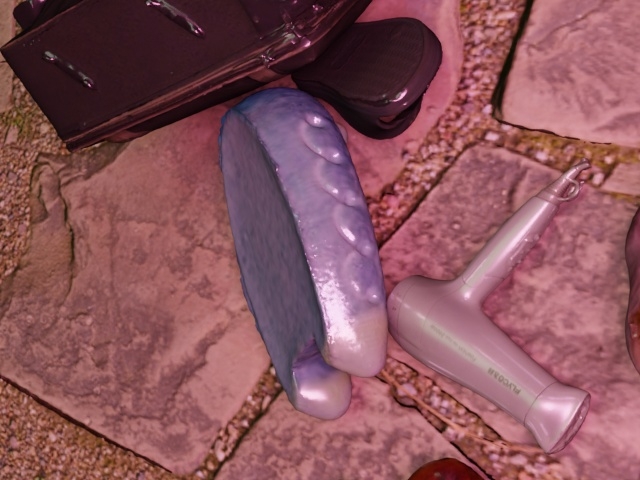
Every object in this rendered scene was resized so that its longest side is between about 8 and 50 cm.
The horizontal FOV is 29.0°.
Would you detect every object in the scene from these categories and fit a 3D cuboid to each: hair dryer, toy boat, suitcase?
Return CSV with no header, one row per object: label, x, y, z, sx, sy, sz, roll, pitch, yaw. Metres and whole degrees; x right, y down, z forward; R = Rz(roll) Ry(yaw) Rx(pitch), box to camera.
hair dryer,0.189,0.037,1.096,0.206,0.075,0.237,34,95,33
toy boat,0.000,0.000,1.213,0.215,0.123,0.329,114,140,-58
suitcase,-0.114,-0.255,1.279,0.434,0.283,0.194,-16,115,37

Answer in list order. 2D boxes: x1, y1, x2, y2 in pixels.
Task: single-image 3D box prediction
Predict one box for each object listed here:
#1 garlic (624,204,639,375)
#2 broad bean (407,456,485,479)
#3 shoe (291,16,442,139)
garlic,0.318,0.049,0.883,0.207,0.256,0.207,6,116,12
broad bean,0.112,0.276,1.081,0.114,0.084,0.165,-19,72,23
shoe,0.061,-0.156,1.230,0.108,0.093,0.241,-49,27,-7
